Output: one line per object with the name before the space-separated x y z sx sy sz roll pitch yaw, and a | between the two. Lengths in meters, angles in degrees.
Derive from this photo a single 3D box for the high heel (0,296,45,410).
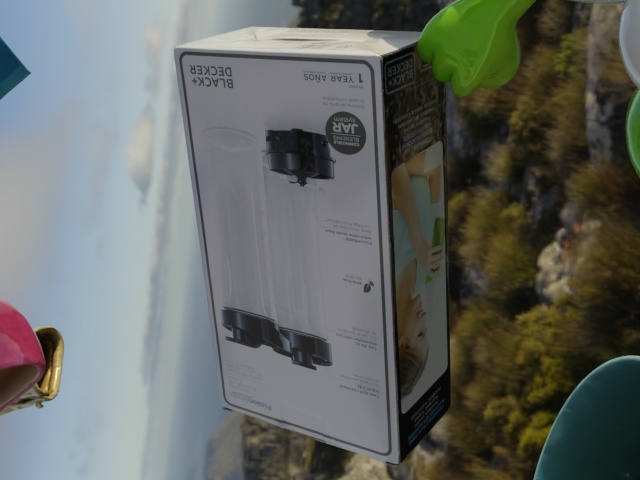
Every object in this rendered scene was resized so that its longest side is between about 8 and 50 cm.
high heel | -0.253 0.123 0.448 0.244 0.117 0.082 -47 -39 -19

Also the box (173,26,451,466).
box | 0.000 0.000 0.616 0.087 0.169 0.290 -32 -56 -50

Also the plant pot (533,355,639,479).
plant pot | 0.350 0.271 0.747 0.293 0.235 0.293 -165 90 -82

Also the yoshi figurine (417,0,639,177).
yoshi figurine | 0.179 -0.145 0.511 0.203 0.203 0.362 -47 58 24

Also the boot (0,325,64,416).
boot | -0.431 0.205 1.022 0.262 0.203 0.095 -77 -32 -64

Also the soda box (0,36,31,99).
soda box | -0.303 -0.156 0.618 0.071 0.210 0.067 -47 -36 -14
